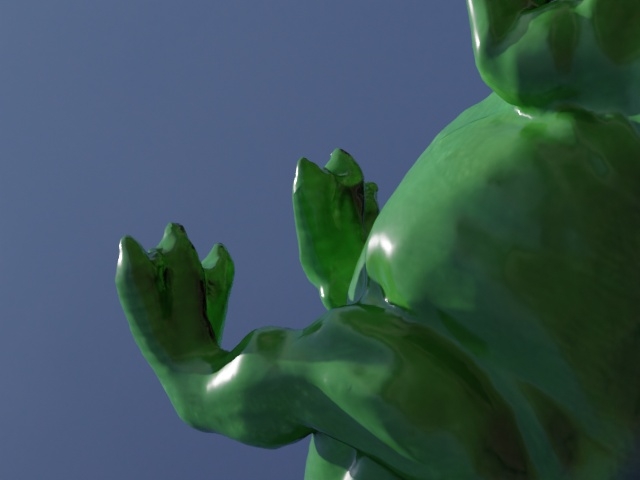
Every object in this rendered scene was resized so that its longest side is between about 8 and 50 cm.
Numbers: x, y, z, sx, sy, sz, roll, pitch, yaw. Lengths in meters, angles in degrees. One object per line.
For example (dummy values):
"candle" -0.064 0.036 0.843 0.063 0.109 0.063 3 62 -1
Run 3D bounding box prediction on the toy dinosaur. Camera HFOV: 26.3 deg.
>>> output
"toy dinosaur" 0.107 0.085 0.469 0.144 0.374 0.499 -1 -96 -50
